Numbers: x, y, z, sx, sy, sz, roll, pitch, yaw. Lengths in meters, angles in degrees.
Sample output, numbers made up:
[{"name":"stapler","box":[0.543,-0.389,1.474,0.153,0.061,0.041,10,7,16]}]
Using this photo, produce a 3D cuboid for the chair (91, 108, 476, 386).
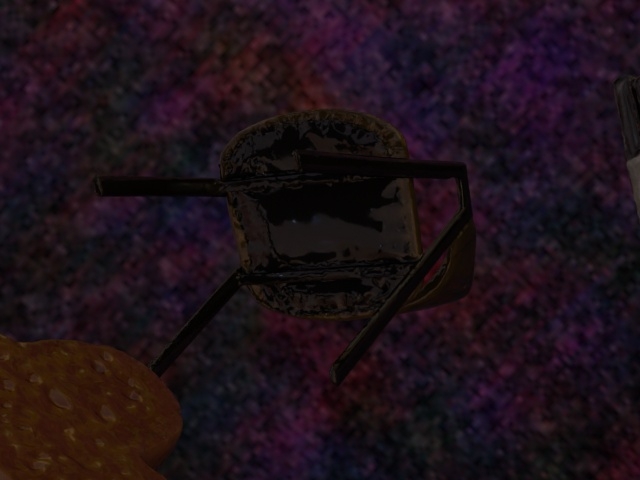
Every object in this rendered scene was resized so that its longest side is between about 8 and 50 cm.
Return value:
[{"name":"chair","box":[0.000,0.000,1.115,0.159,0.172,0.247,-5,14,33]}]

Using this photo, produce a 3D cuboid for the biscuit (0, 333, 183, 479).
[{"name":"biscuit","box":[-0.107,0.090,0.565,0.049,0.324,0.205,-56,-16,23]}]

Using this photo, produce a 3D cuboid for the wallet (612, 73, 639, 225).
[{"name":"wallet","box":[0.284,0.013,0.966,0.071,0.262,0.221,-23,70,50]}]
